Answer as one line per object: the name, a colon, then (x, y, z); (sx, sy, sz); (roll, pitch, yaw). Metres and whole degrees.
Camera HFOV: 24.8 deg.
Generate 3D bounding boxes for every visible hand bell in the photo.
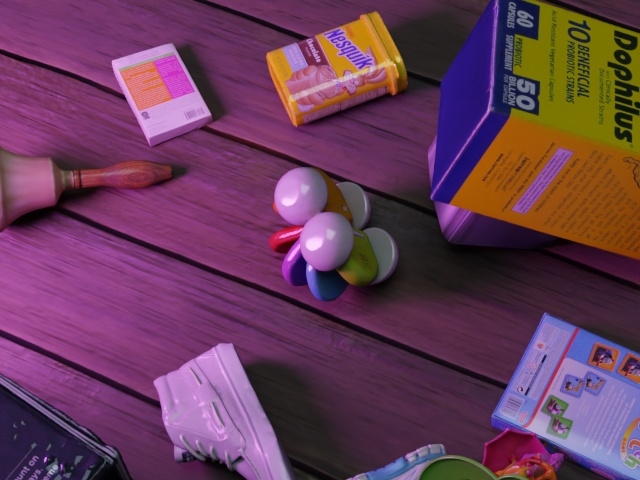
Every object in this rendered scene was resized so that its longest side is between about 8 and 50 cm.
hand bell: (-0.323, -0.083, 1.987); (0.242, 0.126, 0.126); (-5, 59, -12)

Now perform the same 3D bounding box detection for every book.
book: (-0.226, -0.211, 2.081); (0.096, 0.035, 0.144); (-22, 61, -12)

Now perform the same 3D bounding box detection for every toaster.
toaster: (0.232, -0.084, 1.904); (0.186, 0.110, 0.168); (3, 57, -18)

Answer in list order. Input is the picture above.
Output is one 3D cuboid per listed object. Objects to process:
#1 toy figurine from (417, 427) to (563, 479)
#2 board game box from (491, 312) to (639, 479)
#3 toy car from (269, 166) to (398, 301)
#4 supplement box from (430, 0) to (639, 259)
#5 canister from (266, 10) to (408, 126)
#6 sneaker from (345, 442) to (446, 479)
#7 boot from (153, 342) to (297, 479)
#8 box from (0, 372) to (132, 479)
toy figurine: (0.224, 0.274, 1.694); (0.159, 0.173, 0.130); (-30, 101, -48)
board game box: (0.339, 0.200, 1.791); (0.211, 0.039, 0.160); (23, 64, 18)
toy car: (0.000, 0.000, 1.889); (0.136, 0.159, 0.182); (-41, 60, 21)
supplement box: (0.338, -0.129, 1.782); (0.357, 0.195, 0.194); (15, 55, -11)
canister: (0.022, -0.240, 2.054); (0.170, 0.073, 0.126); (-21, 60, -6)
sneaker: (0.078, 0.313, 1.731); (0.191, 0.071, 0.083); (-23, 66, -9)
boot: (-0.115, 0.251, 1.777); (0.123, 0.095, 0.258); (-26, 53, -4)
box: (-0.434, 0.295, 1.541); (0.472, 0.480, 0.297); (32, 68, 21)
